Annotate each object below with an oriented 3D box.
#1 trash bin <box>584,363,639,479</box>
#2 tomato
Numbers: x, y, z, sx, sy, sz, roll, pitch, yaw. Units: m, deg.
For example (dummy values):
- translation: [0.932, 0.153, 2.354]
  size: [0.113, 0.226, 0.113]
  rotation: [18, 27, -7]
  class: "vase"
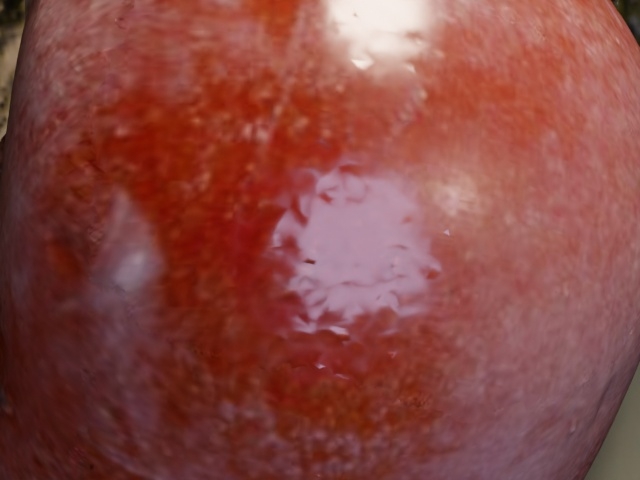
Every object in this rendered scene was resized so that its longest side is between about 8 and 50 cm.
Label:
- translation: [0.165, 0.224, 0.608]
  size: [0.280, 0.280, 0.432]
  rotation: [25, 77, -23]
  class: "trash bin"
- translation: [0.000, 0.000, 0.536]
  size: [0.227, 0.270, 0.270]
  rotation: [8, 91, -6]
  class: "tomato"
